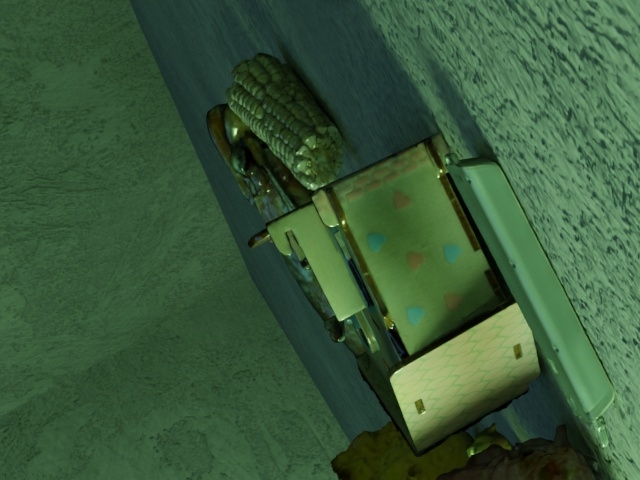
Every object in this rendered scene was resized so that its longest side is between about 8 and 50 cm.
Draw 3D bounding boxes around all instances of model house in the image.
[{"bbox_3d":[0.068,0.058,1.451,0.244,0.169,0.326,59,173,0],"label":"model house"}]

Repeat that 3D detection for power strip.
[{"bbox_3d":[0.162,0.042,1.239,0.253,0.027,0.060,62,173,-8],"label":"power strip"}]

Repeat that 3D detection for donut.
[{"bbox_3d":[0.181,0.400,2.132,0.378,0.163,0.435,61,172,-8],"label":"donut"}]

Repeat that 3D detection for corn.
[{"bbox_3d":[-0.034,-0.136,1.850,0.211,0.087,0.087,46,165,47],"label":"corn"}]

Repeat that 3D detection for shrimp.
[{"bbox_3d":[0.000,0.000,2.135,0.446,0.110,0.221,60,-176,-23],"label":"shrimp"}]

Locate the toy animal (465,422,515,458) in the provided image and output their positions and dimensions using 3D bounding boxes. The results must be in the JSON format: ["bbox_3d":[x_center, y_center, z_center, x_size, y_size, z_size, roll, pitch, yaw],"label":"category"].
[{"bbox_3d":[0.215,0.287,1.740,0.136,0.073,0.181,96,149,-67],"label":"toy animal"}]

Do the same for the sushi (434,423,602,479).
[{"bbox_3d":[0.205,0.306,1.437,0.270,0.170,0.236,62,174,-25],"label":"sushi"}]
